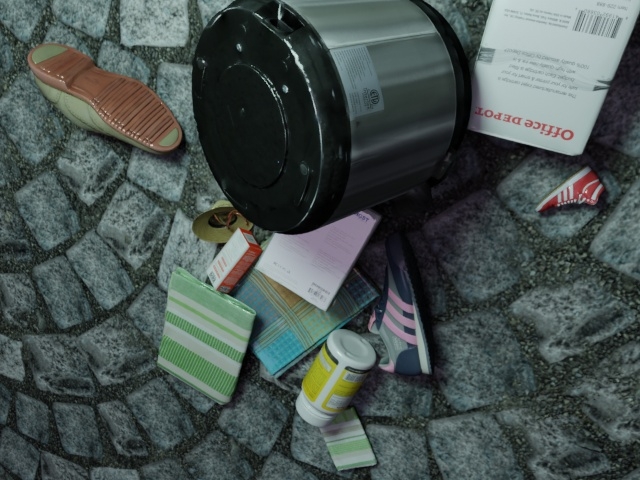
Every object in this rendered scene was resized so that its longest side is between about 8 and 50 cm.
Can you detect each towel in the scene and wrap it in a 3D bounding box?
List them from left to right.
[{"bbox_3d":[-0.294,0.250,1.345,0.247,0.038,0.325,27,120,16],"label":"towel"},{"bbox_3d":[-0.074,0.131,1.249,0.370,0.040,0.271,-42,88,26],"label":"towel"},{"bbox_3d":[0.063,0.482,1.303,0.113,0.023,0.152,-20,94,23],"label":"towel"}]

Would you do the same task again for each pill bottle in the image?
[{"bbox_3d":[0.029,0.315,1.214,0.119,0.119,0.208,33,114,11],"label":"pill bottle"}]

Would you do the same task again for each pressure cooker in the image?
[{"bbox_3d":[0.045,-0.226,0.911,0.375,0.420,0.370,38,136,33],"label":"pressure cooker"}]

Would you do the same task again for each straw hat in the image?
[{"bbox_3d":[-0.228,-0.059,1.242,0.144,0.144,0.061,-32,53,26],"label":"straw hat"}]

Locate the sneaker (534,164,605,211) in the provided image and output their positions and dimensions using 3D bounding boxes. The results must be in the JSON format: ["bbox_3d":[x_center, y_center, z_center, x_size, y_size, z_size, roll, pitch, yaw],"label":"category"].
[{"bbox_3d":[0.457,-0.075,0.976,0.118,0.042,0.067,-42,83,24],"label":"sneaker"}]

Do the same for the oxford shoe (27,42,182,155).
[{"bbox_3d":[-0.500,-0.311,1.272,0.397,0.140,0.146,35,145,5],"label":"oxford shoe"}]

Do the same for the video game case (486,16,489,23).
[{"bbox_3d":[0.388,-0.426,0.920,0.143,0.019,0.157,27,112,12],"label":"video game case"}]

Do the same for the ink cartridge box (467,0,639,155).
[{"bbox_3d":[0.375,-0.312,0.879,0.211,0.121,0.289,20,120,17],"label":"ink cartridge box"}]

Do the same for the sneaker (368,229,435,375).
[{"bbox_3d":[0.152,0.140,1.120,0.131,0.112,0.319,-9,100,21],"label":"sneaker"}]

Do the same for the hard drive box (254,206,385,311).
[{"bbox_3d":[0.000,0.000,1.122,0.181,0.089,0.232,31,102,6],"label":"hard drive box"}]

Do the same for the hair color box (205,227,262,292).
[{"bbox_3d":[-0.204,0.047,1.250,0.141,0.043,0.072,-49,49,17],"label":"hair color box"}]
